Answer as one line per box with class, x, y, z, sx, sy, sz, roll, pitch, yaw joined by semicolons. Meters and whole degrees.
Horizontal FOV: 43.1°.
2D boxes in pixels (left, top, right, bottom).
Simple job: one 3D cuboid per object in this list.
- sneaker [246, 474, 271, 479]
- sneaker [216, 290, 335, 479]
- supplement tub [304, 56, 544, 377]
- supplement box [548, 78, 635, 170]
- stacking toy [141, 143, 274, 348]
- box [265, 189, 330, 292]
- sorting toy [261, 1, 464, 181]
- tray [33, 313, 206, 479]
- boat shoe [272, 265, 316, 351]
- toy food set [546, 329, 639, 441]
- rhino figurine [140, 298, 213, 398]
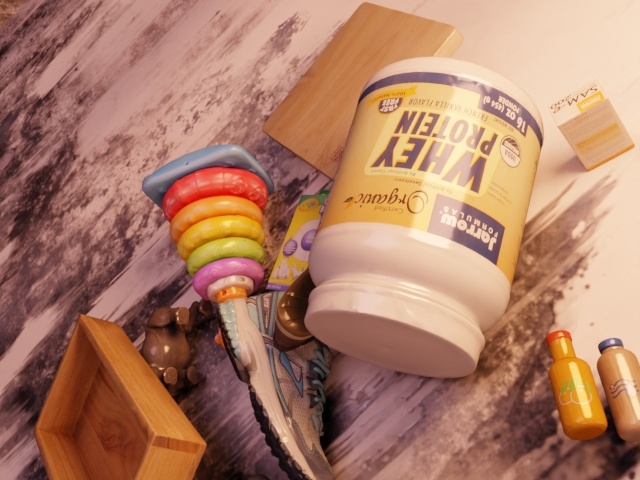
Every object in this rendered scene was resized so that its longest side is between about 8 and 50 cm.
sneaker;-0.096;0.392;0.955;0.098;0.083;0.223;28;86;27
sneaker;-0.032;0.173;1.012;0.122;0.110;0.283;-21;58;-12
supplement tub;0.117;-0.023;0.931;0.228;0.228;0.316;-2;61;39
supplement box;0.313;-0.132;0.936;0.062;0.098;0.036;-29;47;21
stacking toy;-0.139;0.027;1.190;0.175;0.166;0.302;-21;61;11
box;0.000;0.000;1.152;0.105;0.043;0.179;2;62;41
sorting toy;0.069;-0.204;1.186;0.257;0.089;0.255;-51;35;1
tray;-0.286;0.266;1.093;0.411;0.076;0.203;29;97;59
boat shoe;0.006;0.060;1.036;0.223;0.080;0.073;-45;-5;-45
toy food set;0.333;0.108;0.745;0.232;0.111;0.104;-28;48;26
rhino figurine;-0.230;0.200;1.185;0.106;0.073;0.243;-17;54;44
